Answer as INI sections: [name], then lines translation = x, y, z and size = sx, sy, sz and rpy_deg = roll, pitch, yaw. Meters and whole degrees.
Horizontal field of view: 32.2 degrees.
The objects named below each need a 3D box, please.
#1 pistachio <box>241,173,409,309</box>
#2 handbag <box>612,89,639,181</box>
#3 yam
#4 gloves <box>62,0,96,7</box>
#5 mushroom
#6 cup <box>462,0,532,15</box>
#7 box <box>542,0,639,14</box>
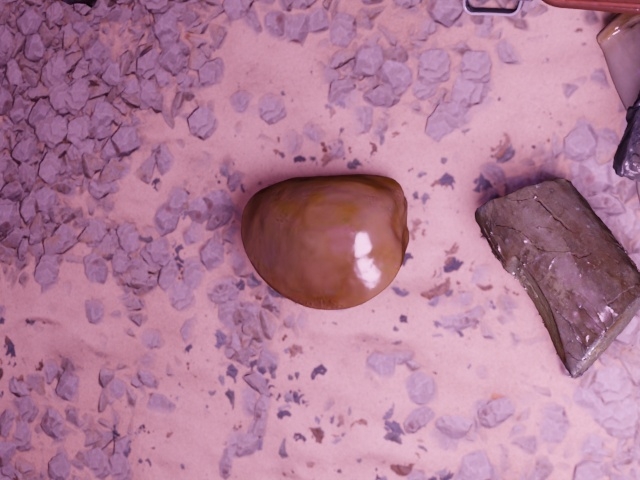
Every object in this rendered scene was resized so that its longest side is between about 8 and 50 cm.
[pistachio]
translation = 0.000, 0.000, 1.578
size = 0.260, 0.163, 0.213
rpy_deg = 0, 52, 28
[handbag]
translation = 0.467, -0.159, 1.338
size = 0.175, 0.089, 0.270
rpy_deg = 25, 67, 4
[yam]
translation = 0.319, 0.036, 1.432
size = 0.154, 0.154, 0.254
rpy_deg = -35, 68, 19
[gloves]
translation = -0.323, -0.492, 1.815
size = 0.142, 0.119, 0.285
rpy_deg = 40, 101, -9
[mushroom]
translation = 0.441, -0.135, 1.414
size = 0.109, 0.097, 0.351
rpy_deg = -12, 76, 2
[cup]
translation = 0.240, -0.371, 1.530
size = 0.129, 0.095, 0.128
rpy_deg = 13, 128, 24
[box]
translation = 0.423, -0.435, 1.325
size = 0.339, 0.229, 0.239
rpy_deg = 12, 66, 28
